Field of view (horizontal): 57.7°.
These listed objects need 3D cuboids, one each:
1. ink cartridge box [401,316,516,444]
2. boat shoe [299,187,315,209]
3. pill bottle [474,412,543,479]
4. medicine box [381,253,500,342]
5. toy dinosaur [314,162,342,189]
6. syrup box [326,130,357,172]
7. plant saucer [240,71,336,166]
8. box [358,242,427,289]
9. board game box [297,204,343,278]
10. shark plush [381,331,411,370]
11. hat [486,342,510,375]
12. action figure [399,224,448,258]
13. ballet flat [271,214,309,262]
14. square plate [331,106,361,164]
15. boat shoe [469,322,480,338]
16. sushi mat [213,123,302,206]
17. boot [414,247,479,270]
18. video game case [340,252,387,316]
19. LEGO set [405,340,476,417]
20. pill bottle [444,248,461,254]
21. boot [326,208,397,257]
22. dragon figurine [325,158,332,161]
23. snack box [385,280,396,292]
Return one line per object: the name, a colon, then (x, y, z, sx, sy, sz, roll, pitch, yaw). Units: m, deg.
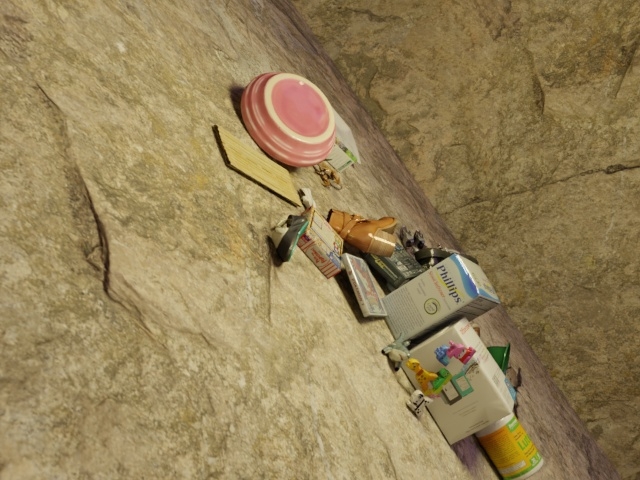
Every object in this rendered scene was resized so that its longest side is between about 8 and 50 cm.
ink cartridge box: (0.392, 0.389, 1.655, 0.270, 0.197, 0.198, 58, 20, 11)
boat shoe: (-0.042, -0.121, 1.747, 0.035, 0.035, 0.100, 6, 49, -29)
pill bottle: (0.556, 0.600, 1.781, 0.245, 0.136, 0.136, 58, 19, 9)
medicine box: (0.370, 0.191, 1.791, 0.263, 0.289, 0.149, 20, 39, -59)
toy dinosaur: (0.040, -0.230, 2.068, 0.211, 0.064, 0.112, 42, 22, -34)
syrup box: (0.032, -0.377, 2.248, 0.237, 0.093, 0.096, 37, 26, -41)
plant saucer: (-0.081, -0.390, 1.797, 0.332, 0.084, 0.331, 16, 59, -28)
box: (0.250, 0.073, 1.975, 0.183, 0.059, 0.233, 46, 21, 18)
board game box: (0.000, 0.000, 1.616, 0.146, 0.045, 0.193, 49, 20, -16)
shark plush: (0.228, 0.302, 1.613, 0.073, 0.067, 0.161, 56, 19, 5)
hat: (0.701, 0.493, 2.476, 0.173, 0.184, 0.208, -17, 114, -63)
action figure: (0.415, 0.047, 2.381, 0.186, 0.099, 0.285, 0, 30, -17)
ballet flat: (-0.083, -0.011, 1.425, 0.074, 0.074, 0.203, 50, 26, -13)
square plate: (0.040, -0.520, 2.575, 0.347, 0.049, 0.344, 42, 22, -31)
boat shoe: (0.526, 0.371, 2.148, 0.324, 0.123, 0.116, 20, 52, -58)
sushi mat: (-0.168, -0.200, 1.596, 0.317, 0.019, 0.151, 28, 33, -51)
boot: (0.480, 0.184, 2.155, 0.348, 0.131, 0.260, 12, 62, -37)
video game case: (0.128, 0.132, 1.661, 0.201, 0.023, 0.183, 20, 47, -68)
LEGO set: (0.285, 0.335, 1.517, 0.093, 0.227, 0.087, 37, 4, -18)
pill bottle: (0.554, 0.136, 2.516, 0.161, 0.161, 0.283, 54, 19, -1)
boot: (0.123, -0.040, 1.836, 0.220, 0.109, 0.283, 20, 24, -1)
dragon figurine: (-0.096, -0.339, 1.892, 0.289, 0.085, 0.144, 49, 22, -3)
snack box: (0.274, 0.157, 2.008, 0.100, 0.037, 0.141, 53, 19, -5)
